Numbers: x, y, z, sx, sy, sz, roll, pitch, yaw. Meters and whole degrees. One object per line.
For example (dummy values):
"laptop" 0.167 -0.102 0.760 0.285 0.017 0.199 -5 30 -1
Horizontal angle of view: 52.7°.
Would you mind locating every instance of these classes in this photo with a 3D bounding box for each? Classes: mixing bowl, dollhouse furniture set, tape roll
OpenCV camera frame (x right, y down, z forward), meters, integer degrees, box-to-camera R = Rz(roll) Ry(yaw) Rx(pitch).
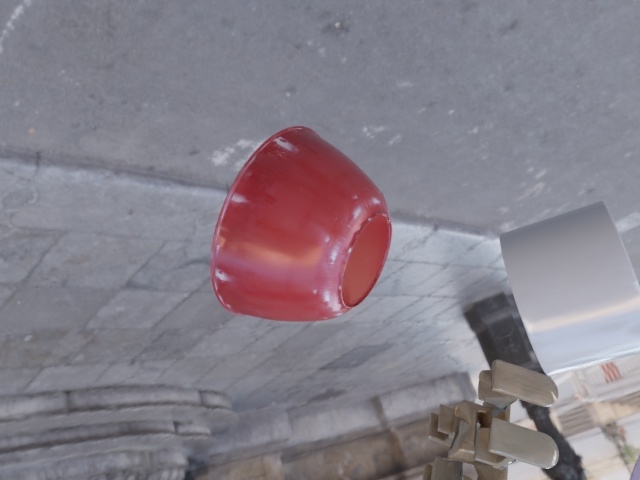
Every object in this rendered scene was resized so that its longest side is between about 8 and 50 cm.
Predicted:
"mixing bowl" 0.000 0.000 0.565 0.181 0.098 0.182 -44 145 -42
"dollhouse furniture set" 0.399 0.523 1.386 0.256 0.394 0.362 19 144 -5
"tape roll" 0.407 0.077 1.029 0.169 0.246 0.246 -21 158 20

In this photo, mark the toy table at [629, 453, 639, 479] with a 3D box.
"toy table" 0.757 0.513 1.336 0.252 0.161 0.275 -1 108 -35
